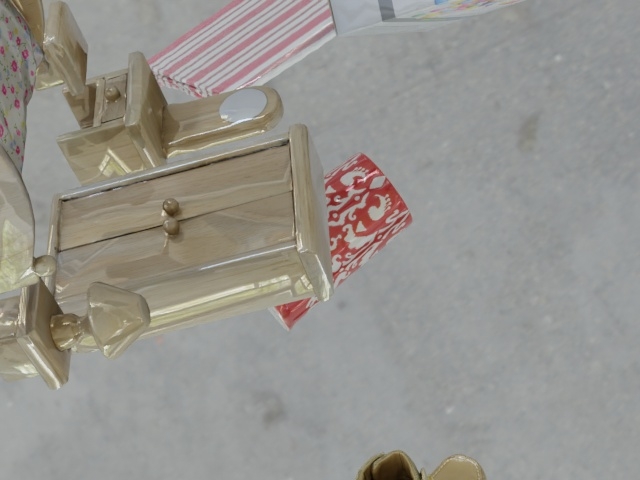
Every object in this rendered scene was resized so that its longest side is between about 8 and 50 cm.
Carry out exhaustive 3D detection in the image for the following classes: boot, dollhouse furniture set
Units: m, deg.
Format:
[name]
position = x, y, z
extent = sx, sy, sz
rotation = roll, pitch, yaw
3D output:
[boot]
position = 0.113, 0.300, 1.598
extent = 0.095, 0.262, 0.203
rotation = 14, 136, 29
[dollhouse furniture set]
position = -0.125, -0.114, 0.775
extent = 0.174, 0.303, 0.355
rotation = -14, 134, 8

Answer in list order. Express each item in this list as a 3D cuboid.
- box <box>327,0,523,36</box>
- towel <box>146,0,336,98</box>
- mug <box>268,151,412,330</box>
[box]
position = 0.122, -0.202, 1.101
extent = 0.186, 0.145, 0.038
rotation = -13, 91, 35
[towel]
position = -0.060, -0.167, 1.207
extent = 0.197, 0.144, 0.029
rotation = 29, 153, 59
[mug]
position = -0.005, -0.007, 1.431
extent = 0.113, 0.169, 0.150
rotation = 54, 175, -16
